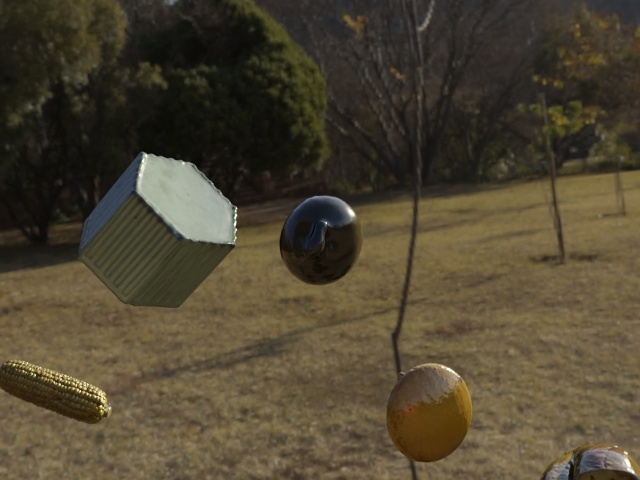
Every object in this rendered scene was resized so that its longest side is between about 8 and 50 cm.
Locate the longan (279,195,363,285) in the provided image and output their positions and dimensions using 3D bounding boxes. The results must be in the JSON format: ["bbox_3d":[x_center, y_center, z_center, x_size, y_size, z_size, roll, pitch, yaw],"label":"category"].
[{"bbox_3d":[0.000,0.000,0.929,0.106,0.106,0.119,-8,-1,6],"label":"longan"}]

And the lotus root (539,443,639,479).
[{"bbox_3d":[0.461,0.418,1.377,0.188,0.199,0.180,3,27,11],"label":"lotus root"}]

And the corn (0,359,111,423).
[{"bbox_3d":[-0.461,0.262,1.398,0.207,0.068,0.068,23,8,-5],"label":"corn"}]

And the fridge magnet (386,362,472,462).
[{"bbox_3d":[0.155,0.248,1.166,0.143,0.143,0.063,-14,6,-25],"label":"fridge magnet"}]

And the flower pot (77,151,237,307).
[{"bbox_3d":[-0.284,-0.015,1.428,0.189,0.209,0.239,-44,-32,25],"label":"flower pot"}]
